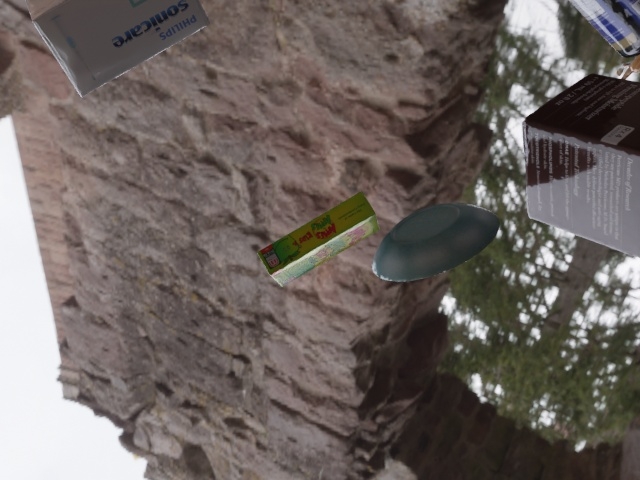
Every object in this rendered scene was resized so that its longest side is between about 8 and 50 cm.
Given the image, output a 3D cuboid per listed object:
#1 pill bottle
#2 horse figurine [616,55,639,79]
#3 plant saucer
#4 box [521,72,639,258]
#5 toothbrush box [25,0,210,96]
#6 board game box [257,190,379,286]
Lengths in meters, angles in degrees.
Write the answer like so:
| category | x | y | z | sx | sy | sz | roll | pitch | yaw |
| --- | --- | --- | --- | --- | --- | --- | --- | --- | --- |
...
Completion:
| category | x | y | z | sx | sy | sz | roll | pitch | yaw |
| --- | --- | --- | --- | --- | --- | --- | --- | --- | --- |
| pill bottle | 0.311 | -0.318 | 0.829 | 0.219 | 0.123 | 0.123 | 44 | -135 | -6 |
| horse figurine | 0.686 | -0.421 | 1.599 | 0.066 | 0.174 | 0.263 | 15 | -98 | -16 |
| plant saucer | 0.157 | -0.010 | 1.087 | 0.195 | 0.037 | 0.195 | -23 | -159 | 9 |
| box | 0.410 | -0.106 | 1.032 | 0.168 | 0.167 | 0.203 | -34 | -141 | -27 |
| toothbrush box | -0.320 | -0.354 | 1.156 | 0.216 | 0.126 | 0.295 | -31 | -147 | -6 |
| board game box | 0.000 | 0.000 | 1.166 | 0.181 | 0.092 | 0.043 | -30 | -108 | 0 |
